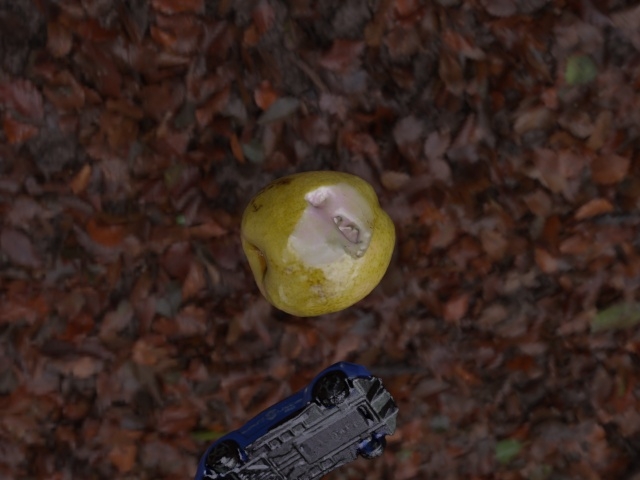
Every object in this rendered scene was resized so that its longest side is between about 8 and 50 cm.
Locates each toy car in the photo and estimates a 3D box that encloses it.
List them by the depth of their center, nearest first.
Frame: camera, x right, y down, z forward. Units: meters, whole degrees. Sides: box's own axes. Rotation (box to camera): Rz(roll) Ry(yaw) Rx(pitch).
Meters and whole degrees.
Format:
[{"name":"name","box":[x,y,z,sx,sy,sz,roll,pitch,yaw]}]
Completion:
[{"name":"toy car","box":[-0.028,0.196,1.013,0.216,0.063,0.103,-31,124,4]}]

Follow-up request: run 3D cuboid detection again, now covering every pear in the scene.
[{"name":"pear","box":[0.000,0.000,1.188,0.178,0.178,0.178,-8,131,-10]}]
